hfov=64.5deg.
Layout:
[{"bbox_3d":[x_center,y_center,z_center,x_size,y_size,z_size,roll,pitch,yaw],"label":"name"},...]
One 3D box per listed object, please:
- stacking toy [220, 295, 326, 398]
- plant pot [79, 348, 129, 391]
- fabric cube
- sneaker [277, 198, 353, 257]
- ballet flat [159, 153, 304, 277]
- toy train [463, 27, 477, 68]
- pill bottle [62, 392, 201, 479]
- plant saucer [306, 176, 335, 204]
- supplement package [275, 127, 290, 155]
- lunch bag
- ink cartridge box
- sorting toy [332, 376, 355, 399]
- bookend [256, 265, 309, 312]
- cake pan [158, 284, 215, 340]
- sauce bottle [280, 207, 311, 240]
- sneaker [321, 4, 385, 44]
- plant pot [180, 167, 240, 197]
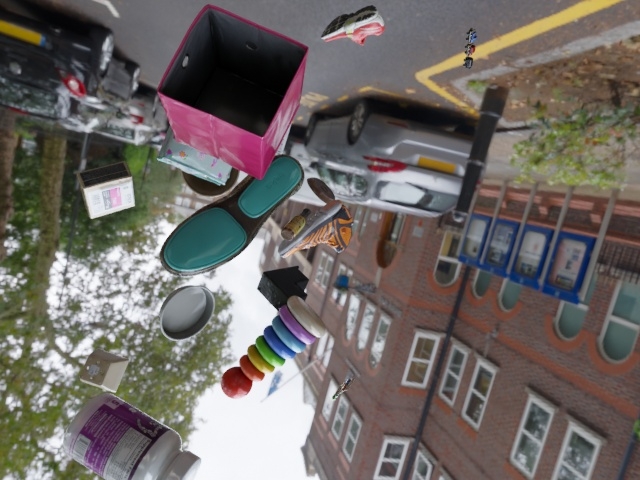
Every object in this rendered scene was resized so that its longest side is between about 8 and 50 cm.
[{"bbox_3d":[-0.145,0.309,1.407,0.141,0.330,0.141,47,-177,-3],"label":"stacking toy"},{"bbox_3d":[-0.673,0.399,1.556,0.109,0.108,0.096,18,166,2],"label":"plant pot"},{"bbox_3d":[-0.201,-0.343,1.217,0.259,0.253,0.258,24,166,-1],"label":"fabric cube"},{"bbox_3d":[0.000,0.000,1.981,0.180,0.321,0.124,54,177,-21],"label":"sneaker"},{"bbox_3d":[-0.239,-0.058,1.416,0.164,0.483,0.182,48,157,-4],"label":"ballet flat"},{"bbox_3d":[0.539,-0.688,1.824,0.036,0.027,0.158,42,158,32],"label":"toy train"},{"bbox_3d":[-0.449,0.511,1.230,0.302,0.169,0.169,26,-173,11],"label":"pill bottle"},{"bbox_3d":[0.010,-0.222,2.244,0.168,0.029,0.168,39,-157,-20],"label":"plant saucer"},{"bbox_3d":[-0.190,-0.482,2.072,0.134,0.243,0.139,16,-160,-11],"label":"supplement package"},{"bbox_3d":[-0.435,-0.348,1.881,0.263,0.223,0.160,21,175,-30],"label":"lunch bag"},{"bbox_3d":[-0.876,-0.206,2.086,0.194,0.088,0.234,-20,159,-25],"label":"ink cartridge box"},{"bbox_3d":[0.065,0.443,1.512,0.012,0.062,0.083,49,-139,-1],"label":"sorting toy"},{"bbox_3d":[-0.092,0.162,1.628,0.157,0.072,0.156,-9,-140,-47],"label":"bookend"},{"bbox_3d":[-0.637,0.335,2.405,0.054,0.292,0.293,29,-167,38],"label":"cake pan"},{"bbox_3d":[-0.065,-0.049,1.419,0.042,0.042,0.128,17,-138,17],"label":"sauce bottle"},{"bbox_3d":[0.122,-0.800,1.951,0.279,0.107,0.118,4,150,42],"label":"sneaker"},{"bbox_3d":[-0.449,-0.295,2.068,0.238,0.237,0.110,14,-177,-13],"label":"plant pot"}]
